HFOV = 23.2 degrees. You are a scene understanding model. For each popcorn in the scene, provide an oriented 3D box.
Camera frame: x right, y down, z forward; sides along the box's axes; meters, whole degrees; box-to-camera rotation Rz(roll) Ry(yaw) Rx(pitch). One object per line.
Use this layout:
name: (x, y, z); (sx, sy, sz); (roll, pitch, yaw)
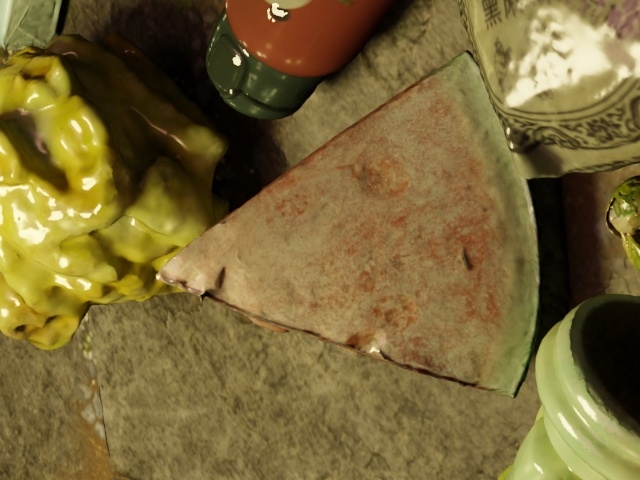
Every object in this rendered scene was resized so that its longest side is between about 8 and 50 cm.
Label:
popcorn: (-0.239, -0.059, 1.520); (0.312, 0.312, 0.312); (15, 113, 41)

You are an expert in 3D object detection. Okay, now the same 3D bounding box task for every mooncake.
mooncake: (0.211, -0.176, 1.143); (0.254, 0.136, 0.250); (-21, 84, 45)

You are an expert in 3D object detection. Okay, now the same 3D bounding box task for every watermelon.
watermelon: (0.025, -0.030, 1.305); (0.283, 0.292, 0.250); (3, 72, 52)

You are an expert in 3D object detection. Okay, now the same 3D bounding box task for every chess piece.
chess piece: (0.195, 0.194, 1.247); (0.176, 0.175, 0.298); (50, 133, 21)

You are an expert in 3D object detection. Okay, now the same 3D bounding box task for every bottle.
bottle: (0.011, -0.237, 1.319); (0.144, 0.144, 0.336); (53, 135, 19)

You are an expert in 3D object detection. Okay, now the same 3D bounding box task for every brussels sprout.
brussels sprout: (0.250, -0.009, 1.218); (0.051, 0.046, 0.083); (-2, 102, 51)

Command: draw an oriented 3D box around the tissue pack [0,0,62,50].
tissue pack: (-0.370, -0.349, 1.690); (0.263, 0.089, 0.177); (42, 127, 30)
